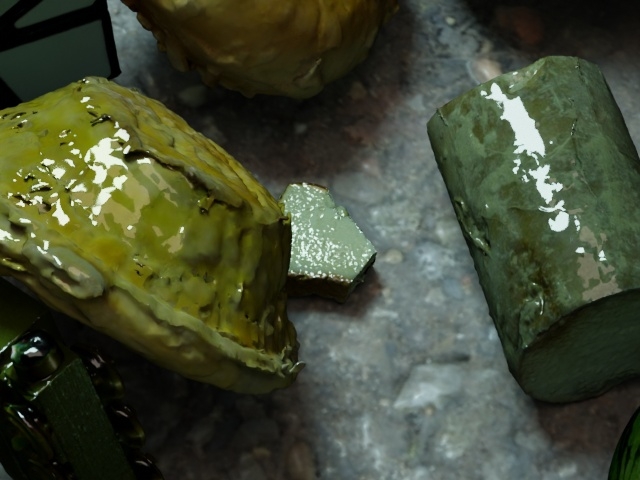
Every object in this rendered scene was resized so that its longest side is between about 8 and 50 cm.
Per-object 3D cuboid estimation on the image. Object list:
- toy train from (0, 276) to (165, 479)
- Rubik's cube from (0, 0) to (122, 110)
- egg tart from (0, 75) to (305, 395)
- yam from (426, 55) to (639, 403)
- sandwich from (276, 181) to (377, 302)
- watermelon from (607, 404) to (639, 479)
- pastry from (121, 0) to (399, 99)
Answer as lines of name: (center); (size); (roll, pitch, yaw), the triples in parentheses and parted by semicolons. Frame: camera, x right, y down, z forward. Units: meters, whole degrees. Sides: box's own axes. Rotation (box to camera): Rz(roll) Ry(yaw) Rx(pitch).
toy train: (-0.193, 0.128, 1.091); (0.137, 0.225, 0.090); (29, 59, 33)
Rubik's cube: (-0.363, -0.238, 1.252); (0.293, 0.288, 0.283); (-35, 64, -19)
egg tart: (-0.130, -0.020, 1.126); (0.341, 0.341, 0.132); (38, 101, 19)
yam: (0.189, -0.020, 1.231); (0.161, 0.161, 0.268); (-11, 62, -9)
sandwich: (0.000, 0.000, 1.275); (0.093, 0.035, 0.104); (3, 57, 0)
watermelon: (0.313, 0.191, 1.060); (0.242, 0.242, 0.242); (1, 59, -2)
pastry: (-0.071, -0.264, 1.325); (0.284, 0.184, 0.315); (21, 58, -41)
